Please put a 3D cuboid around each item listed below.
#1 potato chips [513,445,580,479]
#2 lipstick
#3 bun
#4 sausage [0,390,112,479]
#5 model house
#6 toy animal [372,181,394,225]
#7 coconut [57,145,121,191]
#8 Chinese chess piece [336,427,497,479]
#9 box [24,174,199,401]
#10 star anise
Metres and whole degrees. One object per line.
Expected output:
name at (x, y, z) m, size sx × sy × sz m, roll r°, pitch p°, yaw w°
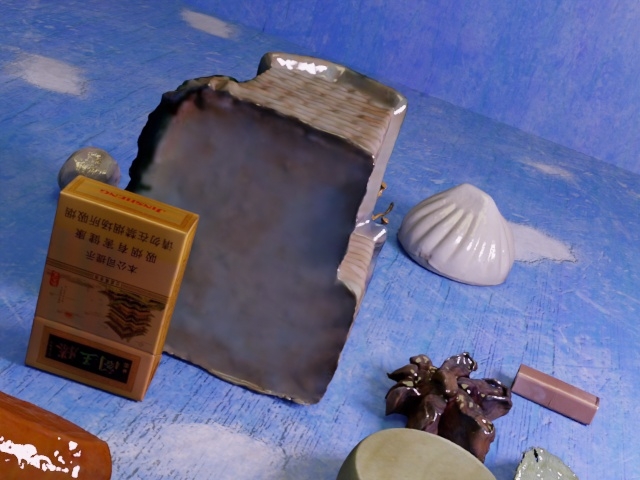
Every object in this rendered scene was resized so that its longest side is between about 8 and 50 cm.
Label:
potato chips at (0.375, 0.373, 1.378) m, size 0.228 × 0.059 × 0.167 m, roll 21°, pitch 30°, yaw -7°
lipstick at (0.405, 0.266, 1.632) m, size 0.145 × 0.045 × 0.045 m, roll 23°, pitch 26°, yaw 12°
bun at (0.312, -0.034, 2.037) m, size 0.263 × 0.175 × 0.263 m, roll 17°, pitch 26°, yaw -8°
sausage at (-0.337, 0.235, 0.978) m, size 0.153 × 0.141 × 0.268 m, roll 23°, pitch -8°, yaw 47°
model house at (-0.078, -0.059, 1.493) m, size 0.395 × 0.445 × 0.400 m, roll 20°, pitch 26°, yaw 8°
toy animal at (0.091, -0.049, 2.026) m, size 0.255 × 0.116 × 0.114 m, roll -6°, pitch 57°, yaw -52°
coconut at (-0.428, -0.122, 1.775) m, size 0.110 × 0.110 × 0.124 m, roll 20°, pitch 31°, yaw 2°
Chinese chess piece at (0.132, 0.346, 1.219) m, size 0.238 × 0.092 × 0.237 m, roll 15°, pitch 24°, yaw -7°
box at (-0.283, 0.068, 1.277) m, size 0.174 × 0.274 × 0.076 m, roll 19°, pitch 24°, yaw 0°
star anise at (0.203, 0.247, 1.469) m, size 0.214 × 0.098 × 0.220 m, roll 0°, pitch 30°, yaw -17°
